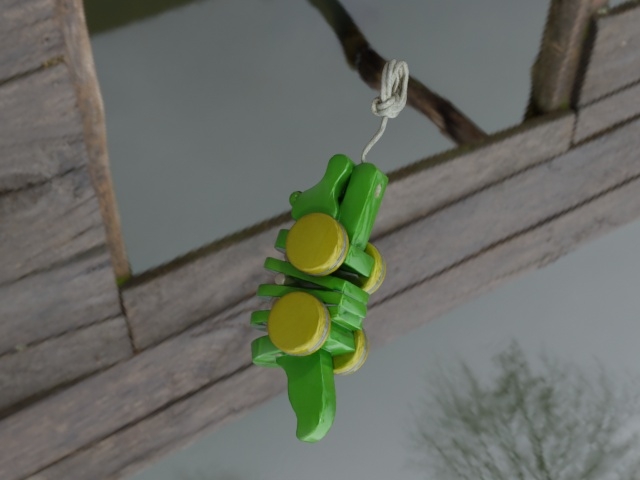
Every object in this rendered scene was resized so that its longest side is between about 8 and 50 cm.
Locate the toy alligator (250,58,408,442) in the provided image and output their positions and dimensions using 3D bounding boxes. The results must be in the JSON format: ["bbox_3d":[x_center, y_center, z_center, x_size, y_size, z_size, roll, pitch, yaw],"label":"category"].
[{"bbox_3d":[0.000,0.000,0.469,0.056,0.051,0.189,33,66,-59],"label":"toy alligator"}]
